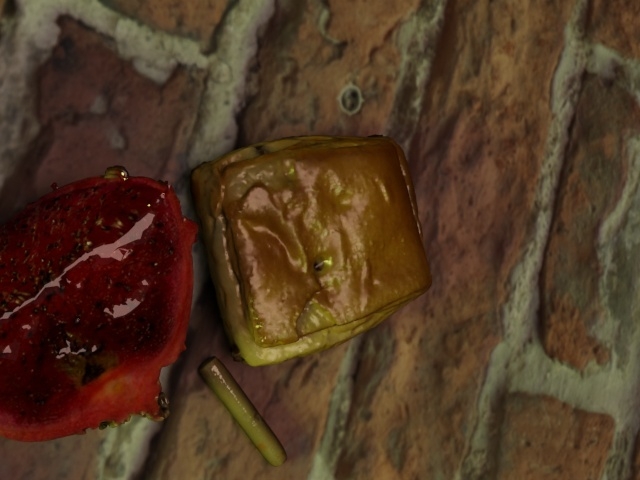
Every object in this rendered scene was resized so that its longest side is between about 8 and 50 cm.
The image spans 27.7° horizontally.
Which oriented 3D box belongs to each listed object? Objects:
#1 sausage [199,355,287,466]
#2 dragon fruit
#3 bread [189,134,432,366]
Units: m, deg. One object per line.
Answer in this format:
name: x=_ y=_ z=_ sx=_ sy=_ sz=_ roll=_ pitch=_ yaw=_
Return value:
sausage: x=-0.072 y=0.167 z=1.251 sx=0.024 sy=0.024 sz=0.132 roll=-44 pitch=110 yaw=-27
dragon fruit: x=-0.213 y=0.078 z=1.113 sx=0.262 sy=0.134 sz=0.211 roll=-36 pitch=120 yaw=-13
bread: x=0.000 y=0.000 z=1.260 sx=0.235 sy=0.099 sz=0.210 roll=-16 pitch=97 yaw=-33
